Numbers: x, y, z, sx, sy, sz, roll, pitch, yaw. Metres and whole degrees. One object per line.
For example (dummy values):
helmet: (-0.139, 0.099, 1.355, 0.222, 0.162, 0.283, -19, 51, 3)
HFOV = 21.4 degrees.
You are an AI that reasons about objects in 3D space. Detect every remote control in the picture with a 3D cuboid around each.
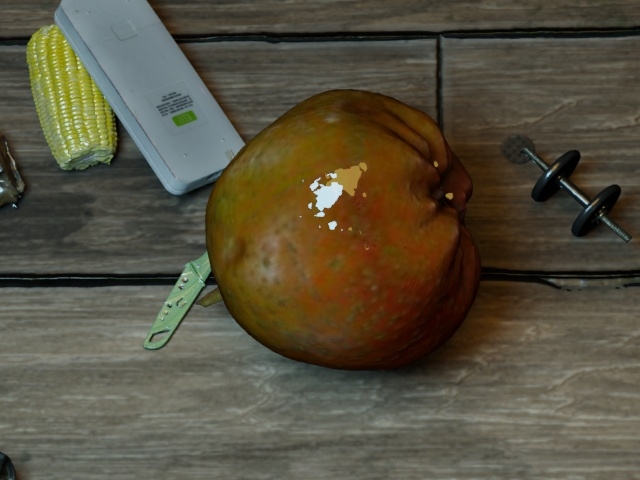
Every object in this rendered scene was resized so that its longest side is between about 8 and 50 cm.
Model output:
remote control: (-0.179, -0.165, 1.793, 0.103, 0.034, 0.250, -26, 73, -35)

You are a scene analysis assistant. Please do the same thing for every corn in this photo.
corn: (-0.263, -0.156, 1.812, 0.085, 0.063, 0.165, -6, 66, -27)

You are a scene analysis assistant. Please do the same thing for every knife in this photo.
knife: (-0.124, 0.027, 1.751, 0.030, 0.014, 0.207, 27, 71, 12)

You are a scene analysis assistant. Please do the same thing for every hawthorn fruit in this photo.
hawthorn fruit: (0.000, 0.000, 1.634, 0.298, 0.277, 0.277, -23, 65, 21)

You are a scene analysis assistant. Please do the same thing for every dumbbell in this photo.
dumbbell: (0.262, -0.048, 1.736, 0.069, 0.069, 0.147, -42, 72, -14)

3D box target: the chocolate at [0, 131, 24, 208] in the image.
chocolate: (-0.474, -0.026, 1.763, 0.329, 0.065, 0.102, -23, 68, -5)

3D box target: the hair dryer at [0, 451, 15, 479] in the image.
hair dryer: (-0.424, 0.176, 1.681, 0.229, 0.092, 0.267, -17, 53, 2)
